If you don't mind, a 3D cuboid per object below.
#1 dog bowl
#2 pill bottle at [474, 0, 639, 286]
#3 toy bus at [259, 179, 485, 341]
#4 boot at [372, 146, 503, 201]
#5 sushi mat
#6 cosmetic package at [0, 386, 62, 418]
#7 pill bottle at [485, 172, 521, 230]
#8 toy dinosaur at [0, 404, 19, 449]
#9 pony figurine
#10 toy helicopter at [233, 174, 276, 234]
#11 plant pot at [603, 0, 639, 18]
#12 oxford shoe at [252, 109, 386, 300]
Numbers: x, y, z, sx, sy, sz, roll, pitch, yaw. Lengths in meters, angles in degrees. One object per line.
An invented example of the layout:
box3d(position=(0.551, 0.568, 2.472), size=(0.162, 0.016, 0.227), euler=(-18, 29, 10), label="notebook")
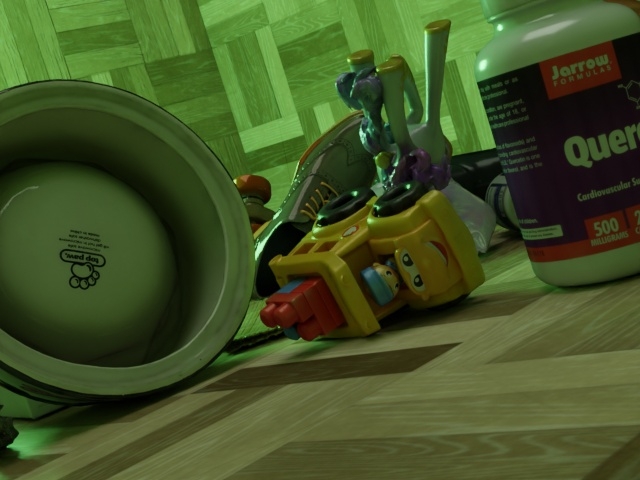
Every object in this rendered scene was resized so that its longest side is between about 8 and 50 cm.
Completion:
box3d(position=(-0.292, 0.017, 1.441), size=(0.408, 0.408, 0.150), euler=(-21, -12, -36), label="dog bowl")
box3d(position=(0.273, -0.124, 1.260), size=(0.181, 0.323, 0.181), euler=(-18, 5, 2), label="pill bottle")
box3d(position=(0.042, 0.044, 1.356), size=(0.211, 0.149, 0.220), euler=(-36, 18, -33), label="toy bus")
box3d(position=(0.320, -0.134, 2.240), size=(0.445, 0.146, 0.367), euler=(-21, 13, -10), label="boot")
box3d(position=(-0.049, 0.101, 1.659), size=(0.151, 0.019, 0.316), euler=(-16, 5, 4), label="sushi mat")
box3d(position=(-0.402, 0.141, 1.653), size=(0.197, 0.155, 0.365), euler=(-21, 7, -32), label="cosmetic package")
box3d(position=(0.303, -0.061, 1.792), size=(0.094, 0.094, 0.169), euler=(-18, 5, -5), label="pill bottle")
box3d(position=(-0.408, 0.222, 1.349), size=(0.118, 0.064, 0.268), euler=(-12, 1, -19), label="toy dinosaur")
box3d(position=(0.132, -0.107, 1.787), size=(0.303, 0.363, 0.351), euler=(0, 26, 30), label="pony figurine")
box3d(position=(-0.243, 0.000, 2.341), size=(0.355, 0.140, 0.235), euler=(-6, -28, 3), label="toy helicopter")
box3d(position=(0.400, -0.140, 1.469), size=(0.291, 0.291, 0.203), euler=(-18, 22, -10), label="plant pot")
box3d(position=(0.000, -0.049, 1.916), size=(0.363, 0.130, 0.133), euler=(-56, 14, 1), label="oxford shoe")
